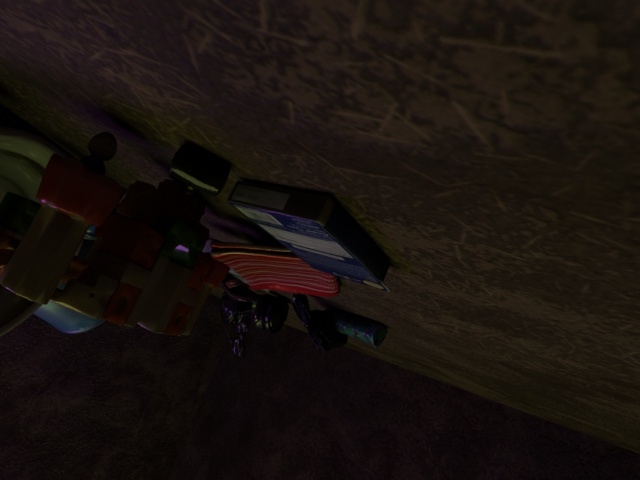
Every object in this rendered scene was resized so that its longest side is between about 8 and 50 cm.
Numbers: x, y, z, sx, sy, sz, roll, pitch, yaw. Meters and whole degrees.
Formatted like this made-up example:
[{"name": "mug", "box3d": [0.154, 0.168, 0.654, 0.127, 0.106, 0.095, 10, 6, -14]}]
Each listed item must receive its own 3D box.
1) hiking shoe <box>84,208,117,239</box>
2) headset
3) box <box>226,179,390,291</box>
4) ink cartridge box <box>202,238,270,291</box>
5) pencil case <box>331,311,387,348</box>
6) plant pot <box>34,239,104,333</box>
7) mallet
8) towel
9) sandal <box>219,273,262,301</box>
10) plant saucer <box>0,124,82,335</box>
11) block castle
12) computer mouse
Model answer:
[{"name": "hiking shoe", "box3d": [-0.588, -0.086, 1.055, 0.304, 0.113, 0.132, 30, 165, -26]}, {"name": "headset", "box3d": [-0.240, 0.266, 1.616, 0.244, 0.185, 0.394, 12, -179, -2]}, {"name": "box", "box3d": [0.000, 0.000, 0.598, 0.136, 0.036, 0.225, 14, 162, 34]}, {"name": "ink cartridge box", "box3d": [-0.242, 0.046, 1.134, 0.225, 0.056, 0.181, 14, 164, 26]}, {"name": "pencil case", "box3d": [0.107, 0.246, 1.296, 0.152, 0.064, 0.070, 13, 137, 38]}, {"name": "plant pot", "box3d": [-0.677, 0.067, 1.194, 0.272, 0.271, 0.255, 16, 157, 27]}, {"name": "mallet", "box3d": [-0.166, -0.079, 0.582, 0.062, 0.039, 0.190, 28, 169, -24]}, {"name": "towel", "box3d": [-0.068, 0.059, 0.851, 0.199, 0.031, 0.275, 5, 164, 8]}, {"name": "sandal", "box3d": [-0.272, 0.146, 1.548, 0.090, 0.060, 0.219, 0, -160, -39]}, {"name": "plant saucer", "box3d": [-0.574, -0.006, 0.752, 0.101, 0.400, 0.400, 25, 167, 16]}, {"name": "block castle", "box3d": [-0.343, -0.016, 0.720, 0.303, 0.212, 0.453, 20, 167, 15]}, {"name": "computer mouse", "box3d": [-0.002, 0.256, 1.358, 0.188, 0.072, 0.272, 61, -168, 24]}]
